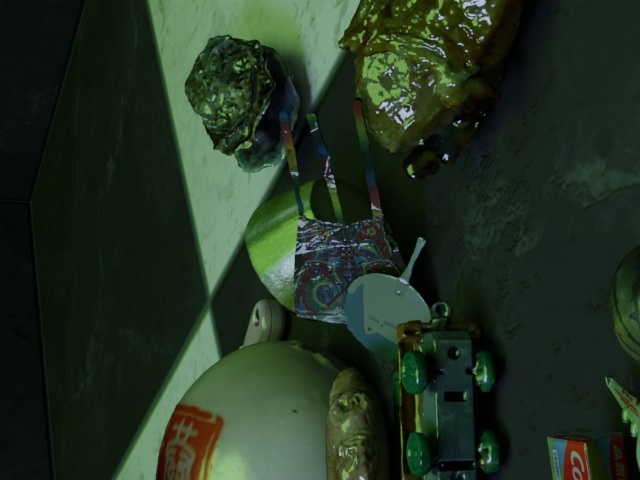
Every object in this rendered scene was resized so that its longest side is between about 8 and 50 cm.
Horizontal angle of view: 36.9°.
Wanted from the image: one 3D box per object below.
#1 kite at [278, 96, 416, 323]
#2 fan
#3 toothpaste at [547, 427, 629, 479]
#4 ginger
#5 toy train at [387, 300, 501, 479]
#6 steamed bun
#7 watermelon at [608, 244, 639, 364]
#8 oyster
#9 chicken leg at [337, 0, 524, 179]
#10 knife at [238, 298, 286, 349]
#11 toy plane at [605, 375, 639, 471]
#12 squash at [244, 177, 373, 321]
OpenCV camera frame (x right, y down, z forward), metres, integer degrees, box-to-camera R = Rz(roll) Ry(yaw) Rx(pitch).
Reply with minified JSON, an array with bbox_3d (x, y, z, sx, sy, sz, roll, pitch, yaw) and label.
[{"bbox_3d":[0.023,-0.025,1.064,0.015,0.152,0.285,-67,-29,-55],"label":"kite"},{"bbox_3d":[0.086,0.064,1.074,0.113,0.005,0.175,29,127,14],"label":"fan"},{"bbox_3d":[0.233,0.252,0.772,0.070,0.044,0.193,-10,87,63],"label":"toothpaste"},{"bbox_3d":[0.040,0.227,1.010,0.137,0.074,0.213,105,170,-66],"label":"ginger"},{"bbox_3d":[0.118,0.179,0.993,0.136,0.091,0.227,147,122,-70],"label":"toy train"},{"bbox_3d":[-0.081,0.315,1.212,0.374,0.242,0.374,2,92,63],"label":"steamed bun"},{"bbox_3d":[0.266,0.037,0.703,0.105,0.105,0.133,-44,27,54],"label":"watermelon"},{"bbox_3d":[-0.122,-0.231,1.482,0.162,0.158,0.351,-35,32,4],"label":"oyster"},{"bbox_3d":[0.133,-0.252,0.957,0.211,0.140,0.361,45,129,29],"label":"chicken leg"},{"bbox_3d":[-0.126,0.201,1.531,0.336,0.043,0.081,119,149,-45],"label":"knife"},{"bbox_3d":[0.266,0.134,0.754,0.102,0.040,0.111,174,98,-65],"label":"toy plane"},{"bbox_3d":[0.000,0.000,1.180,0.123,0.170,0.170,-43,49,38],"label":"squash"}]
